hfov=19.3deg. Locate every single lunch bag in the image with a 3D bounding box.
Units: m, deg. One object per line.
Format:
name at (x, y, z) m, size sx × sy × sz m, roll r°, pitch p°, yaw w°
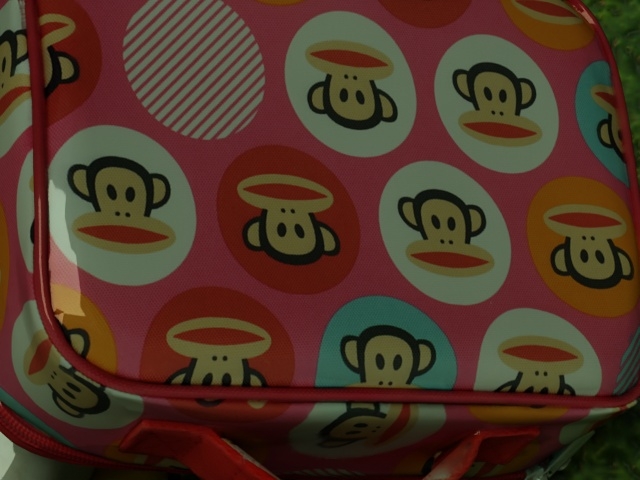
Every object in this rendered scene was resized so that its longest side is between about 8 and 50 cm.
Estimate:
lunch bag at (0.000, 0.000, 0.789) m, size 0.293 × 0.120 × 0.258 m, roll 6°, pitch 62°, yaw -26°

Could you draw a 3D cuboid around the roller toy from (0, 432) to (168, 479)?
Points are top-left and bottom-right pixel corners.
roller toy at (-0.186, 0.074, 0.853) m, size 0.209 × 0.146 × 0.191 m, roll -16°, pitch 73°, yaw 1°
